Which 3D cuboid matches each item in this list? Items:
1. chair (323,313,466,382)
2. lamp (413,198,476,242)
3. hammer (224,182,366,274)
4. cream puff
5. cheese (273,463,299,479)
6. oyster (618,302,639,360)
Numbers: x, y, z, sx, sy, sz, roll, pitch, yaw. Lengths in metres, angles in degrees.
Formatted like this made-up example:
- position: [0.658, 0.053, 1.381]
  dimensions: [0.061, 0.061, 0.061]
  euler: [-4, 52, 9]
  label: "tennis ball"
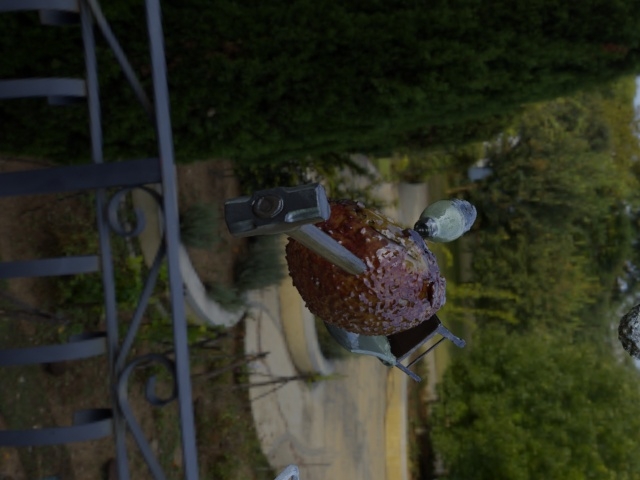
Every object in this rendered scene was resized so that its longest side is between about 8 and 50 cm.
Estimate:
- position: [0.171, 0.196, 1.748]
  dimensions: [0.319, 0.186, 0.160]
  euler: [34, 18, -46]
  label: "chair"
- position: [0.289, -0.047, 1.732]
  dimensions: [0.250, 0.101, 0.101]
  euler: [-21, 108, -52]
  label: "lamp"
- position: [0.000, 0.000, 0.983]
  dimensions: [0.365, 0.111, 0.043]
  euler: [35, 46, -68]
  label: "hammer"
- position: [0.077, 0.069, 1.502]
  dimensions: [0.228, 0.351, 0.350]
  euler: [-58, 154, -16]
  label: "cream puff"
- position: [-0.109, 0.374, 0.892]
  dimensions: [0.249, 0.071, 0.163]
  euler: [-13, 118, -54]
  label: "cheese"
- position: [0.669, 0.191, 1.578]
  dimensions: [0.100, 0.098, 0.037]
  euler: [53, 7, 18]
  label: "oyster"
